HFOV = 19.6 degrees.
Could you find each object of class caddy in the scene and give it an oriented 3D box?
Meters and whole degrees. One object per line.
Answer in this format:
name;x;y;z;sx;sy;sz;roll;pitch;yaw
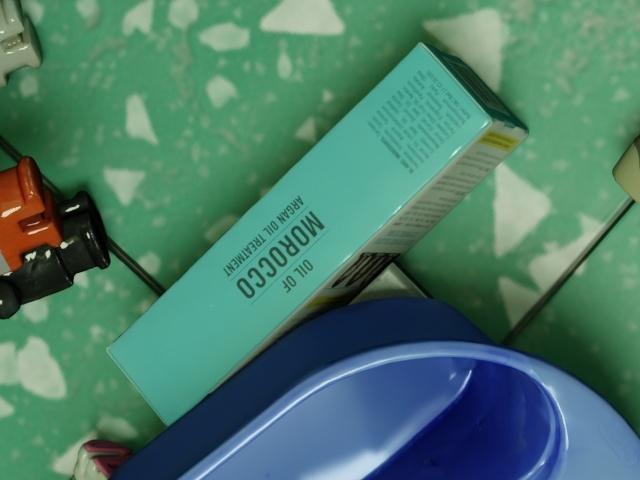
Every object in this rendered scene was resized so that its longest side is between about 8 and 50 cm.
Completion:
caddy;0.013;0.187;0.932;0.341;0.179;0.241;-39;103;5

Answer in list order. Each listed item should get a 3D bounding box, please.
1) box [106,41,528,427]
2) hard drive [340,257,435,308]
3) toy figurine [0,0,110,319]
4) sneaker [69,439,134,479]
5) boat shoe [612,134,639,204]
box;0.000;0.000;1.025;0.244;0.100;0.060;-44;77;12
hard drive;0.055;0.090;1.033;0.135;0.022;0.094;45;102;-2
toy figurine;-0.226;-0.051;1.036;0.148;0.213;0.209;-20;85;2
sneaker;-0.092;0.195;1.075;0.170;0.063;0.075;43;112;9
boat shoe;0.293;0.014;0.926;0.302;0.113;0.103;38;106;15
